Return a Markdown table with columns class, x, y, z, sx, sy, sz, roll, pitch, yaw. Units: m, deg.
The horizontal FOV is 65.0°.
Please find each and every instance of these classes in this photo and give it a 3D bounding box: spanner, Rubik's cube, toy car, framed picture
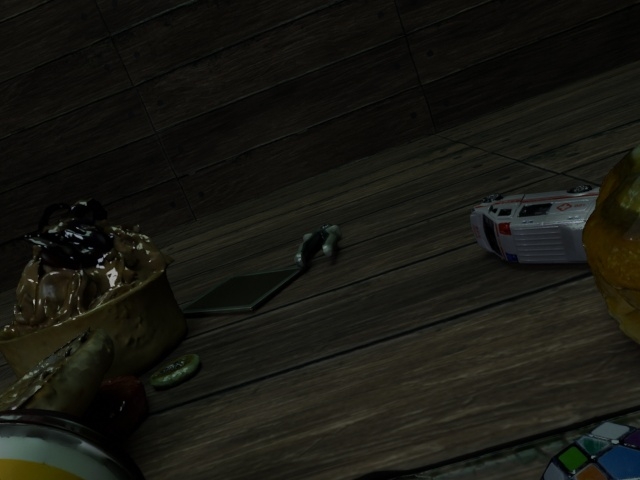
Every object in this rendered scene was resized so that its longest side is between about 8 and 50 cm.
| class | x | y | z | sx | sy | sz | roll | pitch | yaw |
| --- | --- | --- | --- | --- | --- | --- | --- | --- | --- |
| spanner | 0.000 | 0.000 | 1.198 | 0.096 | 0.040 | 0.325 | -18 | 10 | 10 |
| Rubik's cube | 0.165 | 0.151 | 0.256 | 0.093 | 0.111 | 0.111 | -42 | -3 | 39 |
| toy car | 0.302 | -0.015 | 0.717 | 0.210 | 0.089 | 0.108 | -2 | 28 | 45 |
| framed picture | -0.173 | 0.111 | 1.088 | 0.253 | 0.014 | 0.197 | -10 | 17 | 38 |

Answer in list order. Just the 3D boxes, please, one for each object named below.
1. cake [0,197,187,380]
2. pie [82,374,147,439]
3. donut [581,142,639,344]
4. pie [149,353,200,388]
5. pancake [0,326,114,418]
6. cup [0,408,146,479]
| class | x | y | z | sx | sy | sz | roll | pitch | yaw |
| --- | --- | --- | --- | --- | --- | --- | --- | --- | --- |
| cake | -0.446 | 0.089 | 0.935 | 0.333 | 0.320 | 0.332 | -19 | 12 | 4 |
| pie | -0.328 | 0.250 | 0.701 | 0.183 | 0.049 | 0.182 | -20 | 12 | 5 |
| donut | 0.383 | -0.026 | 0.431 | 0.330 | 0.159 | 0.330 | -34 | 13 | 9 |
| pie | -0.229 | 0.204 | 0.791 | 0.084 | 0.021 | 0.084 | -19 | 13 | 5 |
| pancake | -0.387 | 0.243 | 0.578 | 0.387 | 0.082 | 0.387 | -36 | 16 | 11 |
| cup | -0.213 | 0.243 | 0.292 | 0.197 | 0.196 | 0.279 | -22 | 20 | -2 |
